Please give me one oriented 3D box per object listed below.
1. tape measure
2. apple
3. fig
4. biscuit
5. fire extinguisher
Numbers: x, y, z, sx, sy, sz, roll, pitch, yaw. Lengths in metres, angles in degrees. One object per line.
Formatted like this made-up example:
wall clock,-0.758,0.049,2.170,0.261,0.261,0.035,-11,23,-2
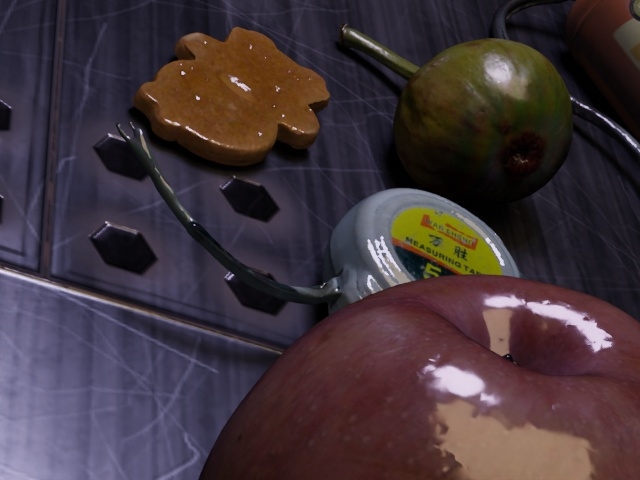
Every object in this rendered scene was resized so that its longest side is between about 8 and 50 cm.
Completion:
tape measure,-0.001,0.001,1.142,0.330,0.084,0.164,26,32,-12
apple,0.078,0.150,0.855,0.306,0.235,0.305,15,21,-6
fig,0.099,-0.120,1.377,0.149,0.149,0.245,3,25,-37
biscuit,-0.063,-0.108,1.282,0.133,0.027,0.184,32,36,-3
fire extinguisher,0.302,-0.157,1.559,0.200,0.113,0.376,3,44,-36
